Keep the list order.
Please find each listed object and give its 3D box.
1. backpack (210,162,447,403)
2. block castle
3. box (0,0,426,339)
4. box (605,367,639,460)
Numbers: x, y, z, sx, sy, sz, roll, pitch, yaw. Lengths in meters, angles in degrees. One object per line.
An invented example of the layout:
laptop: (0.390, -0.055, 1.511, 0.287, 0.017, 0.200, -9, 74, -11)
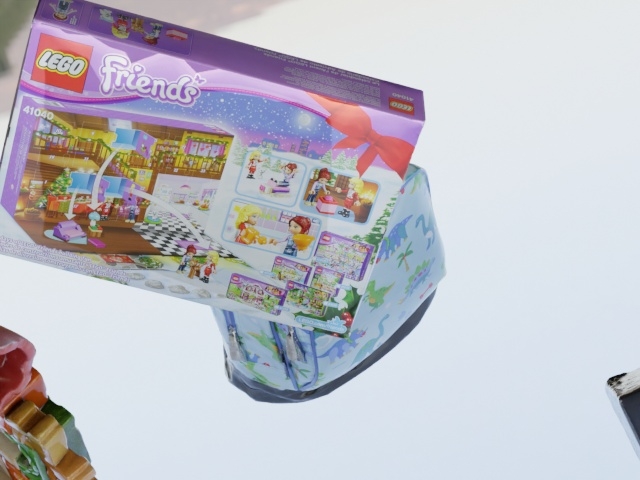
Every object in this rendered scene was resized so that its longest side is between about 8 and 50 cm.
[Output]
backpack: (0.000, 0.000, 1.924, 0.290, 0.356, 0.273, -38, -137, -19)
block castle: (-0.366, 0.268, 1.716, 0.213, 0.453, 0.303, 33, -114, 24)
box: (-0.089, -0.052, 1.335, 0.293, 0.201, 0.057, 14, -150, -8)
box: (0.452, 0.203, 1.590, 0.294, 0.296, 0.183, -26, 178, 4)
